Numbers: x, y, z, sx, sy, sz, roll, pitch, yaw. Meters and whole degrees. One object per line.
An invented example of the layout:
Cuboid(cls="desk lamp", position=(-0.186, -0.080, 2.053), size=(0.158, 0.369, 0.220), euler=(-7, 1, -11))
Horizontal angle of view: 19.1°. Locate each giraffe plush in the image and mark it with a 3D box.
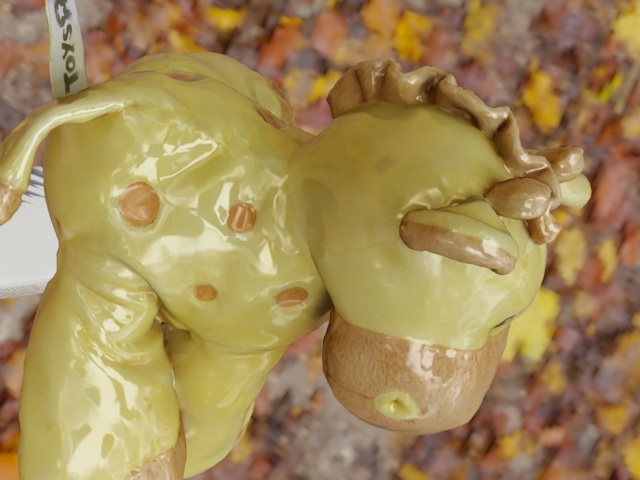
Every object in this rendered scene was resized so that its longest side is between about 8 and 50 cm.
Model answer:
Cuboid(cls="giraffe plush", position=(0.000, 0.000, 0.643), size=(0.181, 0.170, 0.210), euler=(-66, 158, -44))

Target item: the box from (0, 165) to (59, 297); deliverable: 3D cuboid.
Cuboid(cls="box", position=(-0.174, -0.014, 1.522), size=(0.275, 0.113, 0.094), euler=(-8, 84, -2))
